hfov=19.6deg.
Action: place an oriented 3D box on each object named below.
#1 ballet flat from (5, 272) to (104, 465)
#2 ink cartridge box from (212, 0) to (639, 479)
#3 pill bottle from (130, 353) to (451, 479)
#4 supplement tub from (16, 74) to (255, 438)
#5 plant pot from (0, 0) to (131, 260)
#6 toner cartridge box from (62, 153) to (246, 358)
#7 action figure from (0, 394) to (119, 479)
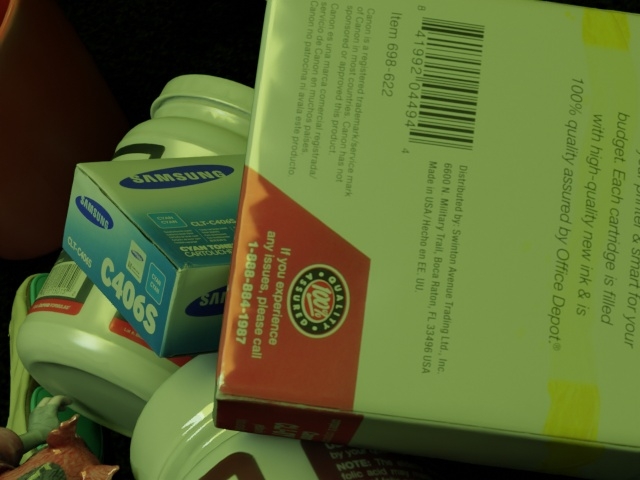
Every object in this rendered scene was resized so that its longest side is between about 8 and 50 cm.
[{"bbox_3d":[-0.241,0.141,1.623,0.086,0.086,0.248,-25,46,17],"label":"ballet flat"},{"bbox_3d":[0.138,0.004,1.184,0.385,0.160,0.279,8,75,-1],"label":"ink cartridge box"},{"bbox_3d":[0.016,0.256,1.249,0.224,0.224,0.392,-36,45,6],"label":"pill bottle"},{"bbox_3d":[-0.114,0.020,1.536,0.191,0.191,0.272,9,63,38],"label":"supplement tub"},{"bbox_3d":[-0.323,-0.123,1.748,0.275,0.243,0.275,-18,50,22],"label":"plant pot"},{"bbox_3d":[0.000,0.000,1.392,0.165,0.348,0.075,41,126,46],"label":"toner cartridge box"},{"bbox_3d":[-0.289,0.253,1.393,0.370,0.276,0.248,-52,51,26],"label":"action figure"}]
